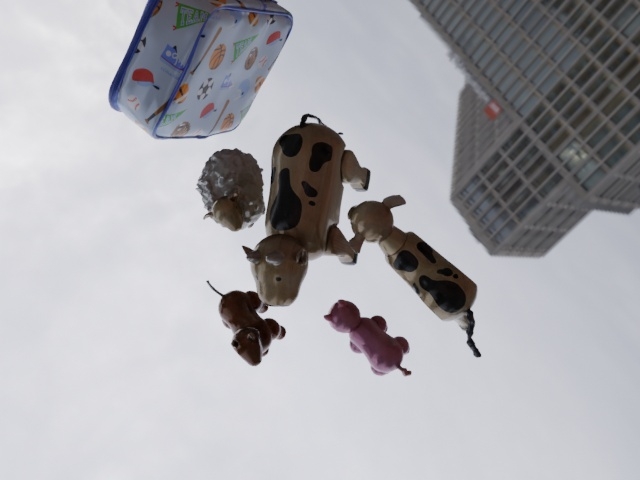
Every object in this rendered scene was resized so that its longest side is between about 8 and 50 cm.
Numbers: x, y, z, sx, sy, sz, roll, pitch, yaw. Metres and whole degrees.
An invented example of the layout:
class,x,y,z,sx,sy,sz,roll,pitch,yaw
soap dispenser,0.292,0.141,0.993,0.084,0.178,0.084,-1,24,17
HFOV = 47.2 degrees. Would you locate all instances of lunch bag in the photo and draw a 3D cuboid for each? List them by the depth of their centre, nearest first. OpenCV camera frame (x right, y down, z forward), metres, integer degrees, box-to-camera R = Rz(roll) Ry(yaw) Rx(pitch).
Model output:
class,x,y,z,sx,sy,sz,roll,pitch,yaw
lunch bag,-0.164,-0.276,1.088,0.115,0.243,0.303,34,-156,10

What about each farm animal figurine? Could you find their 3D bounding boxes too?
class,x,y,z,sx,sy,sz,roll,pitch,yaw
farm animal figurine,0.000,0.000,0.847,0.172,0.330,0.326,35,-136,-62
